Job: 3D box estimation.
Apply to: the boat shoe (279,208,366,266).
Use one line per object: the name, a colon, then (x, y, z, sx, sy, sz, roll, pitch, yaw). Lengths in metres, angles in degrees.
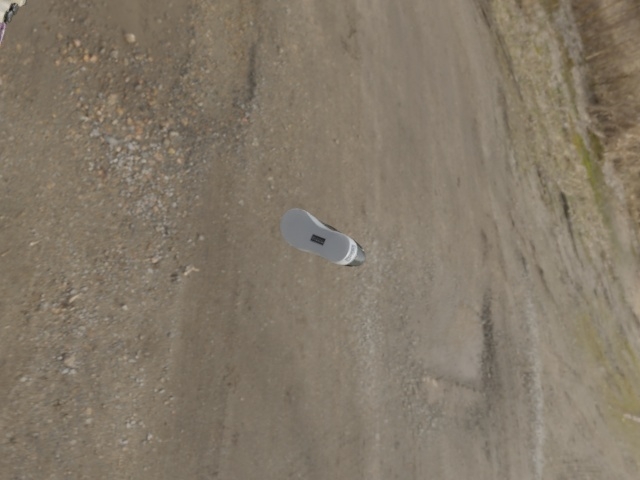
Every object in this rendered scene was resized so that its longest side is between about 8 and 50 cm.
boat shoe: (0.000, 0.000, 0.714, 0.040, 0.142, 0.049, 27, 92, -45)

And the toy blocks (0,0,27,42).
toy blocks: (-0.686, -0.397, 0.963, 0.308, 0.260, 0.289, 19, 38, -24)
